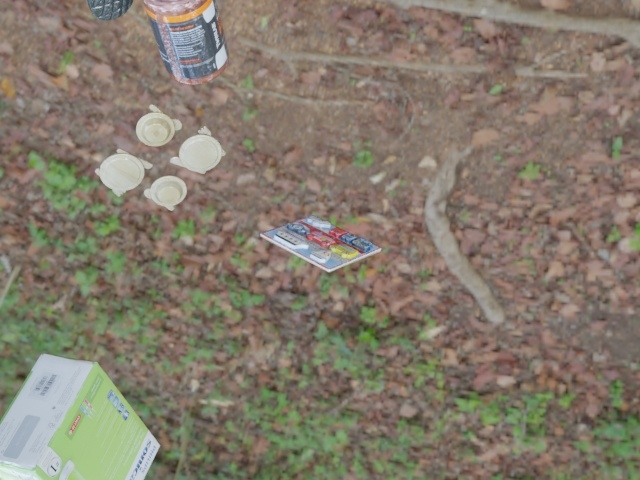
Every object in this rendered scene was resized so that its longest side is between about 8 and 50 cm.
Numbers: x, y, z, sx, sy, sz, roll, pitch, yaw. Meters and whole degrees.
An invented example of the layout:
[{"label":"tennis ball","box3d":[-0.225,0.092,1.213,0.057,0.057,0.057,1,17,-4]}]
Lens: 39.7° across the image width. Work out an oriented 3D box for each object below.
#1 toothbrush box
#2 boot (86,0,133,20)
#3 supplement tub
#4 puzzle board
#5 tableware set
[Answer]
[{"label":"toothbrush box","box3d":[-0.414,0.359,1.507,0.122,0.206,0.283,4,141,24]},{"label":"boot","box3d":[-0.349,-0.470,1.348,0.161,0.083,0.247,33,132,51]},{"label":"supplement tub","box3d":[-0.203,-0.334,1.323,0.106,0.106,0.198,6,146,11]},{"label":"puzzle board","box3d":[0.000,0.000,1.143,0.128,0.096,0.011,26,123,38]},{"label":"tableware set","box3d":[-0.233,-0.116,1.300,0.141,0.020,0.169,31,112,-33]}]
